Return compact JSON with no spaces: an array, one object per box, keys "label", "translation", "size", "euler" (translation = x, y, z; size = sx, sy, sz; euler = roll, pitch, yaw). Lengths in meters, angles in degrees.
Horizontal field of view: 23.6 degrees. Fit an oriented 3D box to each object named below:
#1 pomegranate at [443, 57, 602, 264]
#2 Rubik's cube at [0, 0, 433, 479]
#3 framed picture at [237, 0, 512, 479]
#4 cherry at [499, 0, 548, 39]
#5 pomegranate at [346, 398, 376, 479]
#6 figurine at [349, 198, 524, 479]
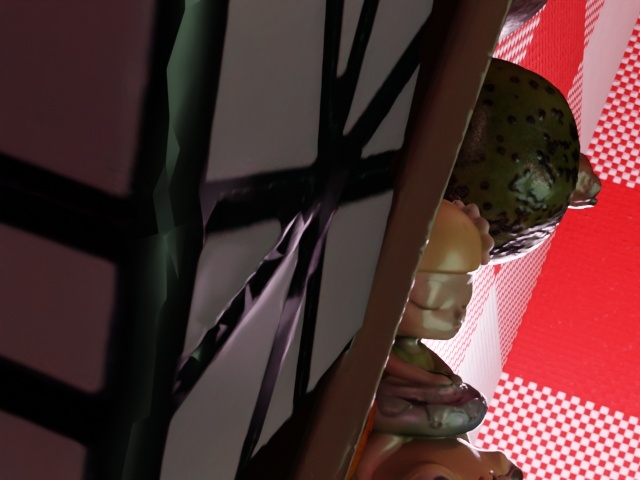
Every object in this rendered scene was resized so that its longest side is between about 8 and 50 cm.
[{"label":"pomegranate","translation":[0.186,-0.085,1.712],"size":[0.254,0.270,0.254],"euler":[-170,-90,-69]},{"label":"Rubik's cube","translation":[-0.128,-0.056,0.630],"size":[0.288,0.283,0.294],"euler":[-46,149,-59]},{"label":"framed picture","translation":[0.000,0.000,0.923],"size":[0.326,0.028,0.446],"euler":[-154,-96,-75]},{"label":"cherry","translation":[0.093,-0.263,1.256],"size":[0.203,0.230,0.300],"euler":[-60,178,-33]},{"label":"pomegranate","translation":[-0.066,0.138,1.187],"size":[0.210,0.210,0.235],"euler":[-8,112,-73]},{"label":"figurine","translation":[0.053,0.132,1.318],"size":[0.226,0.274,0.394],"euler":[-3,99,-53]}]
